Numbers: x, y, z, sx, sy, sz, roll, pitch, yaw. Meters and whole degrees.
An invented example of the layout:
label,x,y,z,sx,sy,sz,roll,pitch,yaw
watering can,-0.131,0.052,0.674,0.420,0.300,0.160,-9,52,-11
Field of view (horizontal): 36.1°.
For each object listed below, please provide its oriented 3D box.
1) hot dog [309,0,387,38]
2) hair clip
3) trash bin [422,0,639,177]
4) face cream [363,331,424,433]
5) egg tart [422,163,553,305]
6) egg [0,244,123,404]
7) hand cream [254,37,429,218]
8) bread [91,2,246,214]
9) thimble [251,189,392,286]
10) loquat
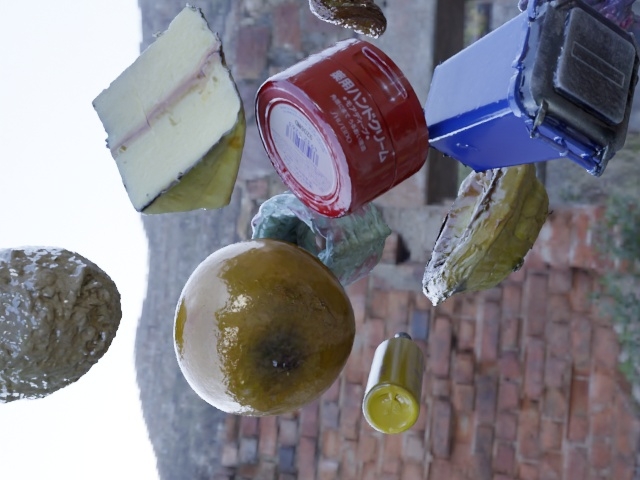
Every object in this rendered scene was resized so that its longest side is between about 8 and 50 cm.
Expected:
label,x,y,z,sx,sy,sz,roll,pitch,yaw
hot dog,0.048,-0.373,1.571,0.147,0.065,0.099,12,-138,-42
hair clip,0.408,-0.296,1.332,0.137,0.279,0.090,-57,33,38
trash bin,0.229,-0.158,1.126,0.163,0.234,0.184,26,-110,-26
face cream,0.113,0.194,1.450,0.273,0.078,0.078,-60,-30,-74
egg tart,0.257,-0.016,1.493,0.290,0.115,0.290,-61,2,3
egg,-0.488,0.132,1.634,0.279,0.310,0.279,-26,-90,-88
hand cream,0.023,-0.131,1.163,0.125,0.193,0.193,-34,-46,-24
bread,-0.186,-0.171,1.204,0.178,0.135,0.240,108,146,-42
thimble,0.000,0.000,1.596,0.149,0.211,0.185,-23,-77,-44
loquat,-0.080,0.125,1.414,0.263,0.263,0.263,4,-90,-71
